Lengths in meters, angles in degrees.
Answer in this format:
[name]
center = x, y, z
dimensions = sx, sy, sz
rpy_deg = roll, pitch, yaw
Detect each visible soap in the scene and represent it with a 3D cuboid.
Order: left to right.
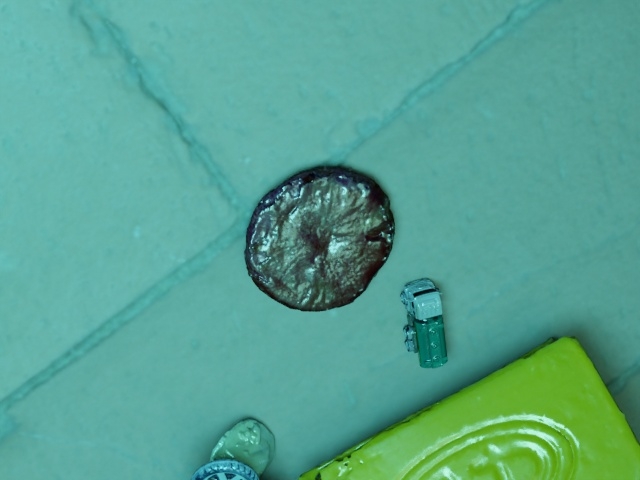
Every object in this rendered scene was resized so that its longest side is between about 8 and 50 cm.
[soap]
center = 0.155, 0.249, 1.465
dimensions = 0.324, 0.096, 0.204
rpy_deg = -29, 74, -2

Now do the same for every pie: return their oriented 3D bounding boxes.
[pie]
center = 0.000, 0.000, 1.415
dimensions = 0.154, 0.036, 0.154
rpy_deg = -5, 111, -13

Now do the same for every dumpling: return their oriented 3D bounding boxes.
[dumpling]
center = -0.076, 0.212, 1.466
dimensions = 0.076, 0.052, 0.057
rpy_deg = 11, 120, -16

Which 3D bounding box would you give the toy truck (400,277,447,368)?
[toy truck]
center = 0.106, 0.084, 1.472
dimensions = 0.039, 0.044, 0.083
rpy_deg = -14, 113, -13

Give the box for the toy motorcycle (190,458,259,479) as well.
[toy motorcycle]
center = -0.089, 0.310, 1.469
dimensions = 0.135, 0.092, 0.254
rpy_deg = 11, 127, -15
